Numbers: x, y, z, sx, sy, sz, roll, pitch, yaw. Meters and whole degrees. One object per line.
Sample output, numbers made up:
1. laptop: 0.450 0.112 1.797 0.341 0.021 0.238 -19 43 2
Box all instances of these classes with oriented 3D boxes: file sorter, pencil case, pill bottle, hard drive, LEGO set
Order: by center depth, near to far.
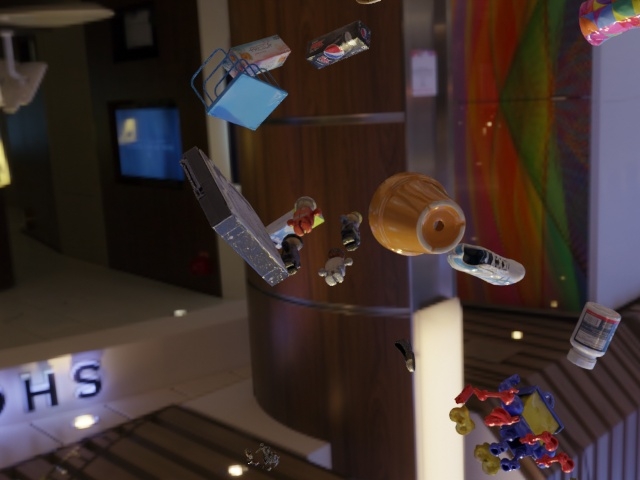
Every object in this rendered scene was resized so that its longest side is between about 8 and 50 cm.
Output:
1. LEGO set: -0.102 0.396 1.418 0.023 0.054 0.083 -42 159 22
2. pencil case: 0.637 -0.469 1.534 0.104 0.104 0.236 -12 -179 -41
3. file sorter: -0.182 -0.337 1.710 0.118 0.104 0.170 -44 155 21
4. hard drive: -0.203 -0.053 1.857 0.064 0.236 0.339 -34 146 4
5. pill bottle: 0.806 0.284 2.289 0.108 0.180 0.108 19 -167 -4

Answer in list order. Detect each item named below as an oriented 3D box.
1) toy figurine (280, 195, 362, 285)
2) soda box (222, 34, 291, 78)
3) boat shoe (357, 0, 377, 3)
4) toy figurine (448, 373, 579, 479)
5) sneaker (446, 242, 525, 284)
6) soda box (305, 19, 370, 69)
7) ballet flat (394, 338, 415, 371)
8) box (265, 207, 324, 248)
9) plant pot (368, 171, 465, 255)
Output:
1. toy figurine: 0.000 0.000 2.136 0.210 0.213 0.148 14 -147 -6
2. soda box: -0.160 -0.460 1.940 0.183 0.063 0.058 -31 168 -45
3. boat shoe: 0.205 -0.704 2.057 0.096 0.098 0.277 -13 -179 -41
4. toy figurine: 0.448 0.389 1.539 0.191 0.362 0.217 -32 -177 46
5. sneaker: 0.467 0.066 2.137 0.237 0.085 0.086 15 160 -15
6. soda box: 0.044 -0.497 1.965 0.169 0.060 0.053 -14 149 36
7. ballet flat: 0.260 0.353 2.342 0.049 0.057 0.173 -7 -162 -1
8. box: -0.088 -0.046 2.434 0.178 0.042 0.109 -32 153 14
9. plant pot: 0.245 -0.052 1.842 0.205 0.205 0.188 -7 -166 -19
